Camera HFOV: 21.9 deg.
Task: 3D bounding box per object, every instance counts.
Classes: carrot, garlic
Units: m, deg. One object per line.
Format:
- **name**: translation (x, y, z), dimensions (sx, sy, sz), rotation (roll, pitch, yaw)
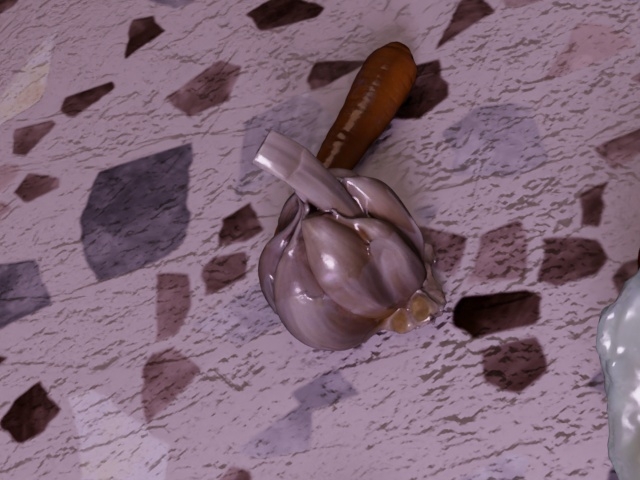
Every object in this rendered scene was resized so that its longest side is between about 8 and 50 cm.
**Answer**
- **carrot**: translation (0.019, -0.079, 1.379), dimensions (0.048, 0.048, 0.216), rotation (16, 64, 36)
- **garlic**: translation (0.000, 0.000, 1.215), dimensions (0.127, 0.194, 0.131), rotation (-18, 49, 24)

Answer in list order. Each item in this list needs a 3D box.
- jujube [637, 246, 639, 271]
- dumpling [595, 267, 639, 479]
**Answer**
- **jujube**: translation (0.301, 0.007, 1.107), dimensions (0.176, 0.112, 0.109), rotation (-20, 12, 11)
- **dumpling**: translation (0.329, 0.102, 0.941), dimensions (0.320, 0.212, 0.270), rotation (15, 60, 48)
